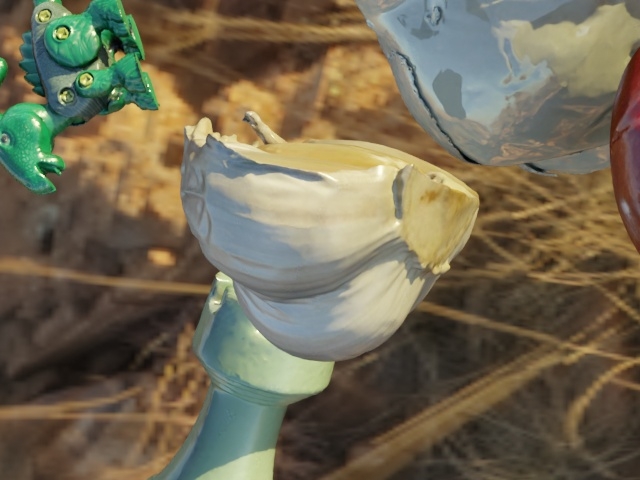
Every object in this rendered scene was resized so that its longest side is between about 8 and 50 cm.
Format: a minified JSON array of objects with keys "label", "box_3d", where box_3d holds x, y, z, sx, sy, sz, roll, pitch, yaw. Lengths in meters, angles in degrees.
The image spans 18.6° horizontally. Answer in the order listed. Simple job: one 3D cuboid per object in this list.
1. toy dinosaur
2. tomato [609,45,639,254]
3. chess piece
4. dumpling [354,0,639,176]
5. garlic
[{"label":"toy dinosaur","box_3d":[-0.144,-0.094,1.060,0.096,0.059,0.132,-21,73,0]},{"label":"tomato","box_3d":[0.362,-0.052,1.520,0.298,0.226,0.299,0,66,1]},{"label":"chess piece","box_3d":[-0.077,0.180,1.677,0.194,0.194,0.299,28,107,31]},{"label":"dumpling","box_3d":[0.191,-0.171,1.696,0.260,0.181,0.341,-18,118,29]},{"label":"garlic","box_3d":[0.000,0.000,1.246,0.178,0.229,0.143,16,103,32]}]
